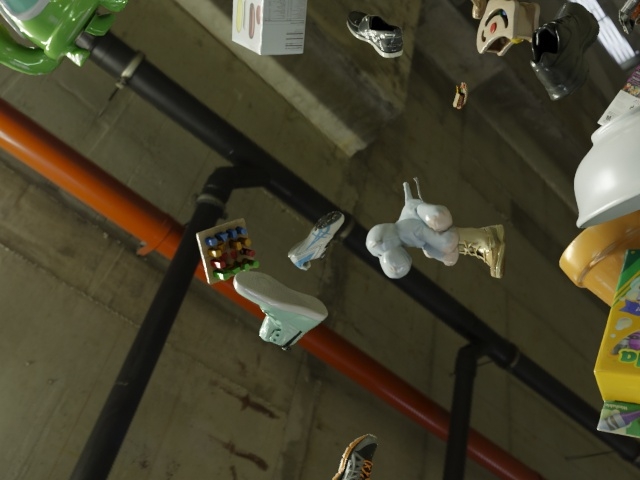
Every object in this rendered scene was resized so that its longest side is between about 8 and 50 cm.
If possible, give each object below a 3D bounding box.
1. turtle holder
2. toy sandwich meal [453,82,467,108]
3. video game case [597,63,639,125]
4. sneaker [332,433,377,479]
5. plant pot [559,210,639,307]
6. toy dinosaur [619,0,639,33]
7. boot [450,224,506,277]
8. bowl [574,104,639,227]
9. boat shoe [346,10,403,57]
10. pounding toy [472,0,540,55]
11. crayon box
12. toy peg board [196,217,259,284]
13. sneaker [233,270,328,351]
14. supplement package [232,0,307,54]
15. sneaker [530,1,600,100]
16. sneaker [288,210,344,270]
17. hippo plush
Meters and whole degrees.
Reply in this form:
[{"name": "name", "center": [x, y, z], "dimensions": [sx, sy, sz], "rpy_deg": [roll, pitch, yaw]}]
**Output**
[{"name": "turtle holder", "center": [-0.464, -0.444, 1.041], "dimensions": [0.227, 0.320, 0.243], "rpy_deg": [36, -129, -27]}, {"name": "toy sandwich meal", "center": [0.454, -0.472, 1.964], "dimensions": [0.029, 0.085, 0.086], "rpy_deg": [3, -123, -4]}, {"name": "video game case", "center": [0.708, -0.273, 1.204], "dimensions": [0.041, 0.210, 0.232], "rpy_deg": [14, -153, -33]}, {"name": "sneaker", "center": [0.086, 0.573, 1.456], "dimensions": [0.084, 0.083, 0.215], "rpy_deg": [41, -105, -44]}, {"name": "plant pot", "center": [0.619, 0.062, 1.191], "dimensions": [0.205, 0.205, 0.188], "rpy_deg": [7, -136, -44]}, {"name": "toy dinosaur", "center": [0.563, -0.442, 0.951], "dimensions": [0.164, 0.218, 0.322], "rpy_deg": [48, -162, 11]}, {"name": "boot", "center": [0.507, 0.031, 1.995], "dimensions": [0.262, 0.203, 0.095], "rpy_deg": [-71, -22, -52]}, {"name": "bowl", "center": [0.528, -0.138, 0.957], "dimensions": [0.298, 0.298, 0.134], "rpy_deg": [-6, -109, -48]}, {"name": "boat shoe", "center": [0.149, -0.582, 1.642], "dimensions": [0.084, 0.079, 0.233], "rpy_deg": [-26, -131, -15]}, {"name": "pounding toy", "center": [0.489, -0.609, 1.719], "dimensions": [0.154, 0.154, 0.269], "rpy_deg": [2, -157, -14]}, {"name": "crayon box", "center": [0.555, 0.151, 0.924], "dimensions": [0.323, 0.203, 0.083], "rpy_deg": [-57, -50, -33]}, {"name": "toy peg board", "center": [-0.263, 0.034, 1.789], "dimensions": [0.161, 0.079, 0.161], "rpy_deg": [-22, -70, -35]}, {"name": "sneaker", "center": [-0.121, 0.173, 1.395], "dimensions": [0.256, 0.151, 0.094], "rpy_deg": [28, -155, -33]}, {"name": "supplement package", "center": [-0.153, -0.675, 1.783], "dimensions": [0.149, 0.203, 0.194], "rpy_deg": [-13, -146, -31]}, {"name": "sneaker", "center": [0.530, -0.445, 1.325], "dimensions": [0.130, 0.109, 0.286], "rpy_deg": [36, -127, -23]}, {"name": "sneaker", "center": [0.000, 0.000, 1.706], "dimensions": [0.086, 0.237, 0.085], "rpy_deg": [40, -140, -7]}, {"name": "hippo plush", "center": [0.265, -0.015, 1.840], "dimensions": [0.236, 0.234, 0.294], "rpy_deg": [-28, -89, -9]}]
